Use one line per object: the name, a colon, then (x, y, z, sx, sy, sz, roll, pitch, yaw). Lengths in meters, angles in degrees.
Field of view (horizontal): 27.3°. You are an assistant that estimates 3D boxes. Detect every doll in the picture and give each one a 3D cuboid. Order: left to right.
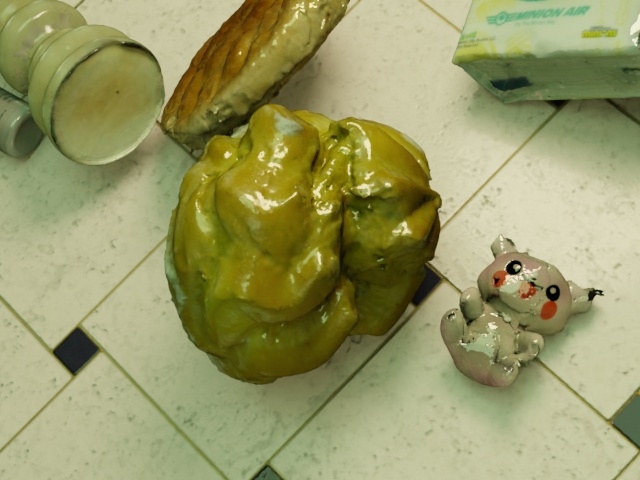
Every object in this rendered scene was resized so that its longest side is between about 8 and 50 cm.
doll: (0.239, 0.093, 1.637, 0.149, 0.095, 0.192, 37, 79, 15)

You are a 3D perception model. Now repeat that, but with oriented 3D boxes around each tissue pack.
tissue pack: (0.367, -0.375, 1.702, 0.287, 0.162, 0.388, 4, 69, 42)

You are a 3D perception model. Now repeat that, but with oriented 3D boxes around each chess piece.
chess piece: (-0.374, -0.258, 1.835, 0.182, 0.182, 0.330, -45, 51, -6)

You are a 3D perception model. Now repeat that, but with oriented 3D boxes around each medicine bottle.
medicine bottle: (-0.468, -0.179, 1.891, 0.130, 0.080, 0.080, 28, 78, 20)

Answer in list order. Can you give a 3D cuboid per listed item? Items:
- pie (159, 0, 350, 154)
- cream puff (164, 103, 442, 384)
pie: (-0.086, -0.249, 1.737, 0.083, 0.339, 0.339, 40, 80, -19)
cream puff: (0.000, 0.000, 1.580, 0.275, 0.378, 0.378, 12, 73, 23)
